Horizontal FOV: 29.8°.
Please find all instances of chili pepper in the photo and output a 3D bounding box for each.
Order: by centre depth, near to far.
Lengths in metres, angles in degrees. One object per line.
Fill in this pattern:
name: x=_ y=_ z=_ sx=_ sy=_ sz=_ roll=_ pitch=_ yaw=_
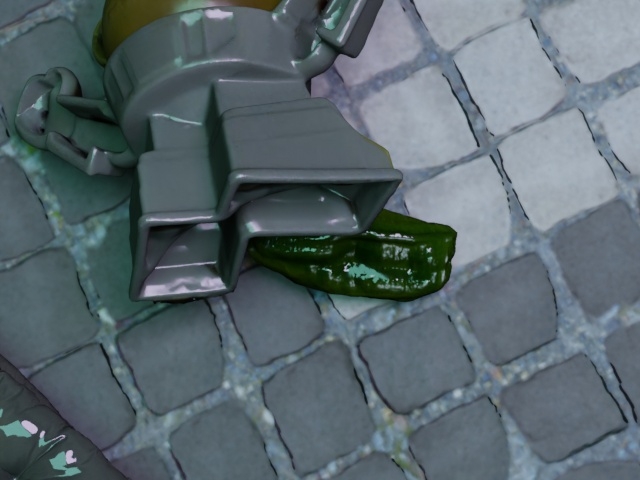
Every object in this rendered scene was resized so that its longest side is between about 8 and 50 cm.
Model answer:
chili pepper: x=0.000 y=0.002 z=0.913 sx=0.204 sy=0.073 sz=0.072 roll=11 pitch=97 yaw=4

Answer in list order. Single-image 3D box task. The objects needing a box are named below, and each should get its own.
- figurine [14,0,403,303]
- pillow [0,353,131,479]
figurine: x=-0.074 y=-0.125 z=0.858 sx=0.342 sy=0.167 sz=0.285 roll=-16 pitch=64 yaw=3
pillow: x=-0.306 y=0.172 z=0.883 sx=0.326 sy=0.101 sz=0.228 roll=42 pitch=82 yaw=4
